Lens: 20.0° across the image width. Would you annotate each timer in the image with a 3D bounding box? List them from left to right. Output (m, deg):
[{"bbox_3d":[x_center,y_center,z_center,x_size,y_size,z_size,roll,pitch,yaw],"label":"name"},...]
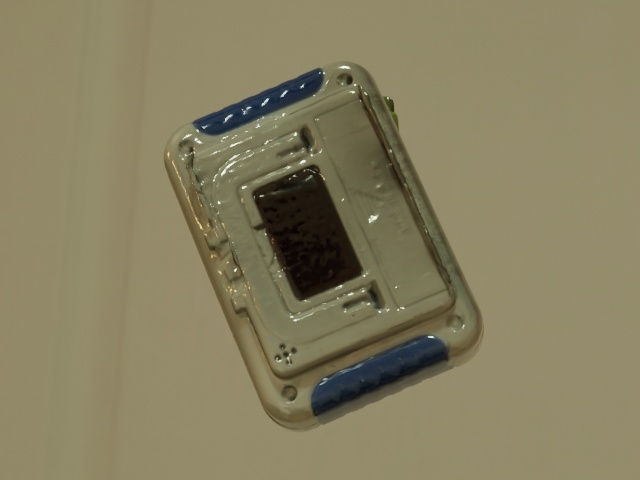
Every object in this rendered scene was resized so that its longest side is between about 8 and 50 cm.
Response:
[{"bbox_3d":[0.000,0.000,1.356,0.178,0.253,0.078,-24,-17,-2],"label":"timer"}]

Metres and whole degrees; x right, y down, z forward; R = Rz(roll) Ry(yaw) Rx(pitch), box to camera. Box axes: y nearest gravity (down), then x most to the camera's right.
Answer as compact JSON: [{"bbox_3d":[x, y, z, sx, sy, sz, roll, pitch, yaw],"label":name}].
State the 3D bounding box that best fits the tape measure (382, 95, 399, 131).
[{"bbox_3d":[-0.011,-0.040,1.750,0.200,0.175,0.106,-16,16,-38],"label":"tape measure"}]
